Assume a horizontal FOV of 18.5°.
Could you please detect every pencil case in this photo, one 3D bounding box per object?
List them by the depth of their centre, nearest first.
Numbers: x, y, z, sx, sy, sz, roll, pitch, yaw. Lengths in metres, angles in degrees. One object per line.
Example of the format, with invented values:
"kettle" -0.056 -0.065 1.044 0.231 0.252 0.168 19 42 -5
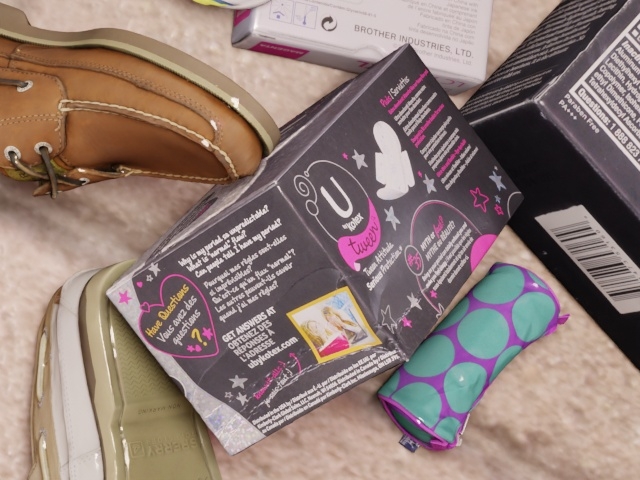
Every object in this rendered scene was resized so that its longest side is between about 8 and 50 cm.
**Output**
"pencil case" 0.110 0.085 1.430 0.070 0.064 0.152 41 70 6

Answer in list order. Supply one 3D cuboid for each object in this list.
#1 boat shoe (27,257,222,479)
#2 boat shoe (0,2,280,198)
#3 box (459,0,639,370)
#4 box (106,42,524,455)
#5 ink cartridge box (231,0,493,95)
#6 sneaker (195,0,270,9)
"boat shoe" -0.130 0.168 1.303 0.113 0.103 0.302 5 78 -38
"boat shoe" -0.163 -0.072 1.248 0.104 0.307 0.111 -56 138 -21
"box" 0.301 -0.078 1.465 0.296 0.183 0.294 48 70 -10
"box" 0.000 0.000 1.291 0.142 0.163 0.247 54 33 -7
"ink cartridge box" 0.046 -0.277 1.461 0.185 0.065 0.311 11 81 -20
"sneaker" -0.126 -0.244 1.334 0.240 0.126 0.091 35 90 2
